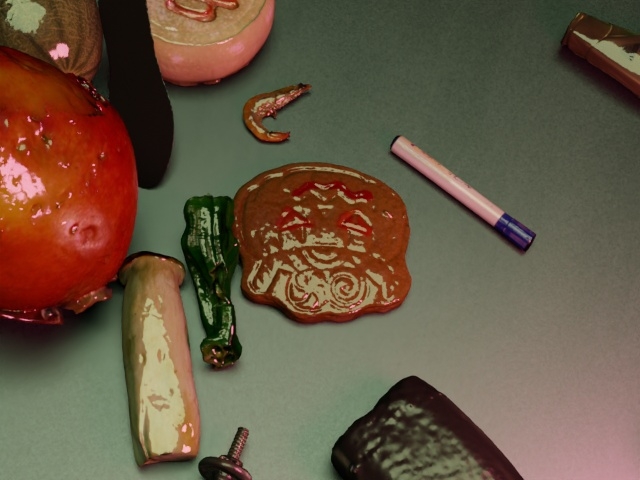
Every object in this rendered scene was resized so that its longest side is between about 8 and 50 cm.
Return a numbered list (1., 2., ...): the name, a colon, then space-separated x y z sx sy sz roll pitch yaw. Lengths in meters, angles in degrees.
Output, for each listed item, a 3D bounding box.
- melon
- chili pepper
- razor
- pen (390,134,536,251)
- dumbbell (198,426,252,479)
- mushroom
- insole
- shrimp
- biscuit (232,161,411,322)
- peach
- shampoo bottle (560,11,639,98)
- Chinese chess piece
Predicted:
1. melon: -0.451 -0.328 1.968 0.237 0.237 0.302 -31 61 -19
2. chili pepper: -0.154 0.056 1.895 0.083 0.099 0.253 -7 75 -2
3. razor: 0.180 0.345 1.793 0.327 0.107 0.189 43 69 13
4. pen: 0.219 -0.076 2.038 0.269 0.033 0.033 38 67 13
5. dumbbell: -0.148 0.362 1.757 0.110 0.110 0.254 20 59 4
6. mushroom: -0.228 0.160 1.853 0.100 0.081 0.312 -5 66 -8
7. insole: -0.283 -0.240 2.001 0.109 0.007 0.322 -10 89 15
8. shrimp: -0.059 -0.205 2.074 0.127 0.025 0.091 -32 72 -14
9. biscuit: 0.000 -0.001 1.973 0.273 0.049 0.257 0 65 -4
10. peach: -0.425 -0.075 1.779 0.353 0.416 0.339 -31 52 6
11. shampoo bottle: 0.560 -0.271 2.138 0.350 0.084 0.125 26 62 7
12. Chinese chess piece: -0.207 -0.380 2.095 0.270 0.112 0.270 3 64 -6
